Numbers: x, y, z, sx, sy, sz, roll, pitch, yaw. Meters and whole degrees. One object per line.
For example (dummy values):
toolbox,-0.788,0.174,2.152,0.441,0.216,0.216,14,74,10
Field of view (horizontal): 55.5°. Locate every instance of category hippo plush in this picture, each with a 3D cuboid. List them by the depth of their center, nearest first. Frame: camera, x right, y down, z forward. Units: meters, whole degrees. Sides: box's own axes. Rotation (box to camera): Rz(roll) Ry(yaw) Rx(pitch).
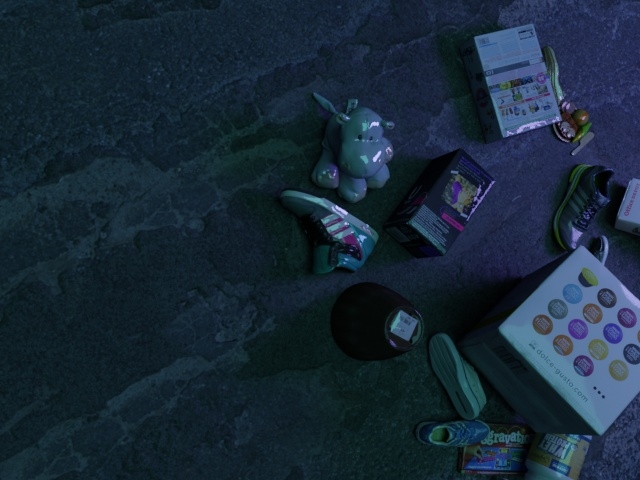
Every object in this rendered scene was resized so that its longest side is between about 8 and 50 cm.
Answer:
hippo plush,0.116,-0.253,1.572,0.234,0.236,0.295,5,85,-18

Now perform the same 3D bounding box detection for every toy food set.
toy food set,0.790,-0.374,1.916,0.132,0.038,0.192,-43,101,-16

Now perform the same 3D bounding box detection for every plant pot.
plant pot,0.165,0.215,1.567,0.215,0.230,0.216,1,86,-19

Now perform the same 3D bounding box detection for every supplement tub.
supplement tub,0.674,0.613,1.737,0.144,0.144,0.200,28,78,-16

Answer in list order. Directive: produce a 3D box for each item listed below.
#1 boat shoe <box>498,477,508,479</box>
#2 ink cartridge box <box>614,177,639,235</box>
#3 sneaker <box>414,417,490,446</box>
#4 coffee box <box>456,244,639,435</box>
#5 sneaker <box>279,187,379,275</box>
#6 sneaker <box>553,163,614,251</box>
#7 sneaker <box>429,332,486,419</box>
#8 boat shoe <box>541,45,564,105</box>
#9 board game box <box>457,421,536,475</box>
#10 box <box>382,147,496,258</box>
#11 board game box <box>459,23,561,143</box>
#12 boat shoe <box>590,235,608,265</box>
boat shoe,0.518,0.849,1.717,0.095,0.112,0.335,-8,93,-24
ink cartridge box,1.057,-0.088,1.907,0.212,0.093,0.154,20,76,25
sneaker,0.372,0.539,1.682,0.211,0.081,0.080,-3,84,-9
coffee box,0.634,0.274,1.617,0.334,0.338,0.338,-40,81,-15
sneaker,0.000,0.000,1.585,0.295,0.123,0.179,29,69,-17
sneaker,0.810,-0.105,1.864,0.111,0.121,0.300,21,81,-17
sneaker,0.388,0.373,1.721,0.091,0.094,0.258,-25,94,-45
boat shoe,0.698,-0.506,1.882,0.072,0.068,0.190,-11,85,5
board game box,0.533,0.609,1.779,0.281,0.027,0.145,9,83,-19
box,0.324,-0.099,1.673,0.143,0.165,0.270,41,75,-12
board game box,0.565,-0.466,1.815,0.223,0.097,0.304,-17,91,-18
boat shoe,0.870,0.052,1.916,0.040,0.049,0.142,12,85,-18
